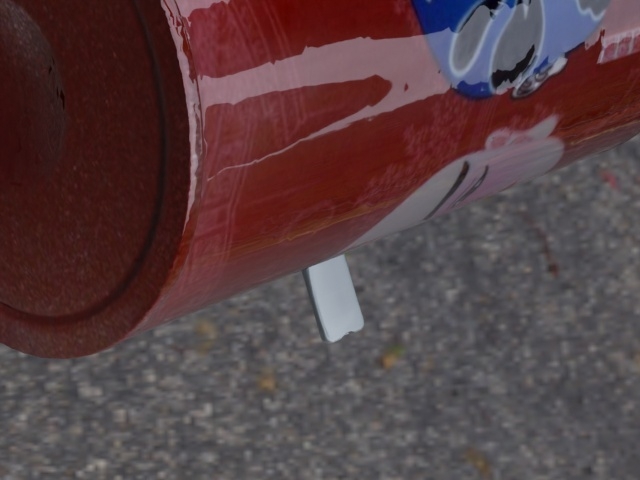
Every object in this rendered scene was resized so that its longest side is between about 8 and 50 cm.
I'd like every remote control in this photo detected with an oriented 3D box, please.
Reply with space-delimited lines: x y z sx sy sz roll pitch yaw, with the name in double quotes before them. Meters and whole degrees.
"remote control" 0.000 0.000 1.561 0.050 0.027 0.184 -23 101 -36

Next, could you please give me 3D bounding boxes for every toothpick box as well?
"toothpick box" -0.006 -0.094 0.731 0.333 0.204 0.204 -22 97 -44
